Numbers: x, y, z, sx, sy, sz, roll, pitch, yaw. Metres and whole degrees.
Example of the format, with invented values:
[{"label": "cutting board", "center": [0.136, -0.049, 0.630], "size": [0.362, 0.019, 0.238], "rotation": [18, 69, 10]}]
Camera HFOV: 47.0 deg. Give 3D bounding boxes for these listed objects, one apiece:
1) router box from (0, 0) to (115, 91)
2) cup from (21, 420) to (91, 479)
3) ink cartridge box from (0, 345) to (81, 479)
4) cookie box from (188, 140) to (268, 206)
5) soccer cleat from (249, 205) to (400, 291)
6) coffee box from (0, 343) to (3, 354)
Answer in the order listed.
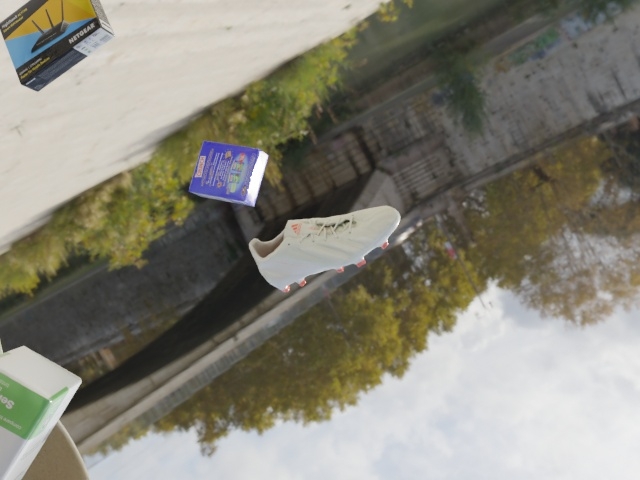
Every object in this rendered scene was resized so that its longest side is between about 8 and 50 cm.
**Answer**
[{"label": "router box", "center": [-0.451, -0.358, 1.255], "size": [0.179, 0.133, 0.046], "rotation": [-30, 164, 14]}, {"label": "cup", "center": [-0.465, 0.352, 0.904], "size": [0.237, 0.331, 0.331], "rotation": [-30, -175, 4]}, {"label": "ink cartridge box", "center": [-0.388, 0.246, 0.855], "size": [0.219, 0.093, 0.160], "rotation": [-59, -176, -6]}, {"label": "cookie box", "center": [-0.150, -0.110, 1.201], "size": [0.107, 0.091, 0.040], "rotation": [12, 172, 22]}, {"label": "soccer cleat", "center": [0.000, 0.000, 0.850], "size": [0.196, 0.076, 0.068], "rotation": [-25, -156, 32]}, {"label": "coffee box", "center": [-0.750, 0.310, 1.254], "size": [0.334, 0.337, 0.338], "rotation": [4, 138, -42]}]
